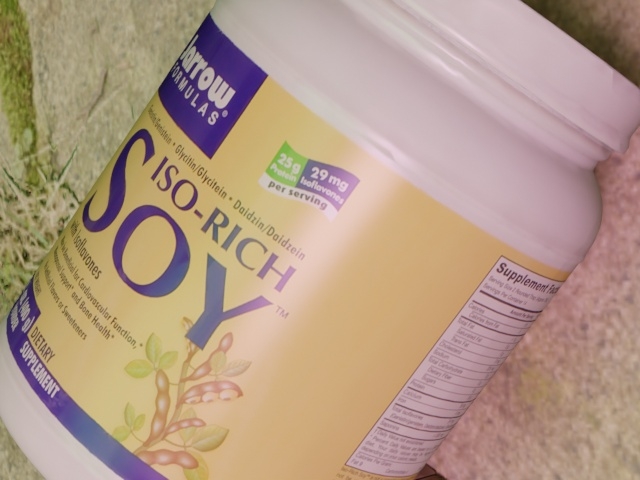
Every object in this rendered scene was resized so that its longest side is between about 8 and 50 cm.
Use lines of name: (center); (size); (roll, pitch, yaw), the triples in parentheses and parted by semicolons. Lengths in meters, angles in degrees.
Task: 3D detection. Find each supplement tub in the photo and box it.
supplement tub: (0.000, 0.000, 0.779); (0.241, 0.241, 0.331); (42, 103, 32)

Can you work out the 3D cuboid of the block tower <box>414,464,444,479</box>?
block tower: (-0.054, 0.138, 1.004); (0.335, 0.097, 0.090); (34, 119, 38)
